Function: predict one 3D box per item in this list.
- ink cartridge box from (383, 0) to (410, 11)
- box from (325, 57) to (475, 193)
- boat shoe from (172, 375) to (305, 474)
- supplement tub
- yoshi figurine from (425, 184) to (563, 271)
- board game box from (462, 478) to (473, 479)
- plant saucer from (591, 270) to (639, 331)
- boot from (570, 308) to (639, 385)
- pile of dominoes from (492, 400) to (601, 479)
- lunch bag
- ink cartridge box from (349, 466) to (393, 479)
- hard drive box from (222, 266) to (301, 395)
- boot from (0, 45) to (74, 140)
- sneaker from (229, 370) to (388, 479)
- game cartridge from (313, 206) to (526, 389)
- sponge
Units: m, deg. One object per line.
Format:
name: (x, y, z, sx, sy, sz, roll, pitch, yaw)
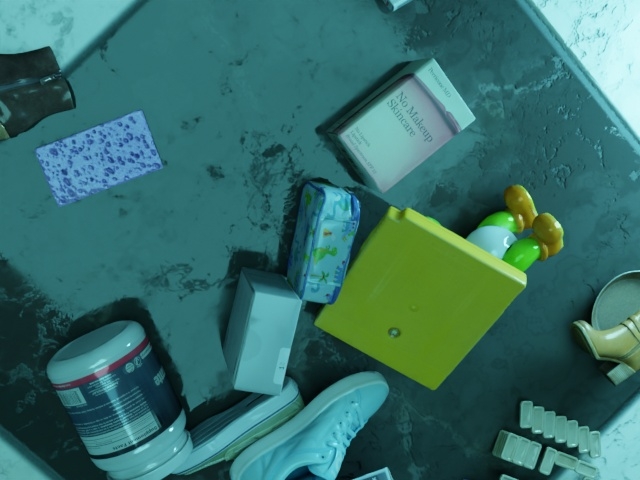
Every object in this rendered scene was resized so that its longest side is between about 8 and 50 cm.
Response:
ink cartridge box: (0.148, -0.551, 1.615, 0.145, 0.045, 0.179, -33, 86, -3)
box: (0.151, -0.221, 1.616, 0.232, 0.127, 0.148, -39, 104, -2)
boat shoe: (-0.162, 0.386, 1.671, 0.302, 0.109, 0.094, -31, 106, -7)
supplement tub: (-0.369, 0.305, 1.573, 0.191, 0.191, 0.272, -24, 103, -6)
yoshi figurine: (0.281, 0.026, 1.662, 0.362, 0.203, 0.203, -32, 88, -2)
board game box: (0.363, 0.655, 1.848, 0.165, 0.042, 0.243, 13, 97, -13)
plant saucer: (0.672, 0.159, 1.827, 0.199, 0.036, 0.198, -2, 100, -11)
boot: (0.625, 0.196, 1.771, 0.152, 0.073, 0.197, -43, 116, 0)
pile of dominoes: (0.499, 0.476, 1.849, 0.251, 0.040, 0.196, 24, 81, -18)
lunch bag: (0.000, 0.000, 1.602, 0.090, 0.176, 0.218, 9, 99, -17)
ink cartridge box: (0.041, 0.537, 1.699, 0.208, 0.206, 0.045, -17, 60, -10)
hard drive box: (-0.115, 0.164, 1.576, 0.089, 0.232, 0.181, 12, 98, -12)
boot: (-0.581, -0.308, 1.499, 0.207, 0.090, 0.248, -27, 102, -18)
sneaker: (0.010, 0.408, 1.653, 0.366, 0.150, 0.135, -35, 139, -14)
game cartridge: (0.181, 0.112, 1.596, 0.285, 0.052, 0.323, 30, 124, -5)
sponge: (-0.411, -0.154, 1.570, 0.210, 0.031, 0.117, -22, 103, -7)
